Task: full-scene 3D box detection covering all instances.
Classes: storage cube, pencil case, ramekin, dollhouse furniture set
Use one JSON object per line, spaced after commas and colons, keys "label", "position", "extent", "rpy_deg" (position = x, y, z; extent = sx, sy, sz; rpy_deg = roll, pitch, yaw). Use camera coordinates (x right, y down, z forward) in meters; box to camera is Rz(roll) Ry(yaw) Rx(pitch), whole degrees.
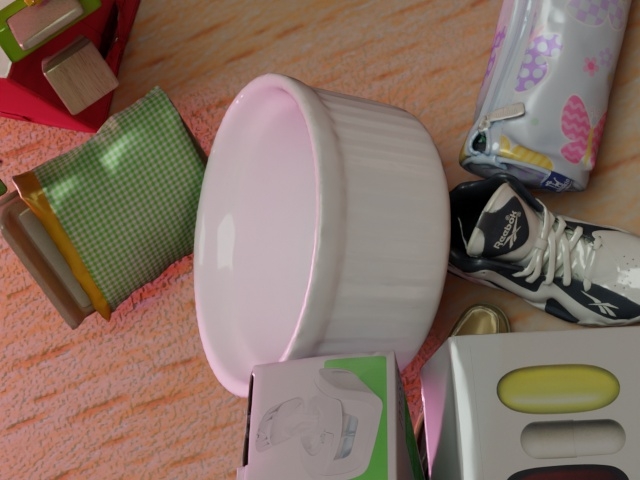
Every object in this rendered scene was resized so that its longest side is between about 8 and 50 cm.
{"label": "storage cube", "position": [-0.313, -0.227, 1.704], "extent": [0.215, 0.193, 0.184], "rpy_deg": [13, 83, 21]}
{"label": "pencil case", "position": [0.204, -0.176, 1.545], "extent": [0.113, 0.124, 0.273], "rpy_deg": [1, 73, 61]}
{"label": "ramekin", "position": [0.000, 0.000, 1.507], "extent": [0.277, 0.135, 0.277], "rpy_deg": [-175, 90, -65]}
{"label": "dollhouse furniture set", "position": [-0.206, -0.058, 1.545], "extent": [0.197, 0.301, 0.151], "rpy_deg": [-34, 26, -2]}

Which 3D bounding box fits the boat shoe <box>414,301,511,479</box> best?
{"label": "boat shoe", "position": [0.119, 0.143, 1.533], "extent": [0.068, 0.072, 0.190], "rpy_deg": [14, 83, 22]}

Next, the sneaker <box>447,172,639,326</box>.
{"label": "sneaker", "position": [0.188, 0.007, 1.494], "extent": [0.235, 0.153, 0.094], "rpy_deg": [22, 88, 23]}

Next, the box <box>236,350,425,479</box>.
{"label": "box", "position": [0.016, 0.259, 1.363], "extent": [0.126, 0.231, 0.262], "rpy_deg": [-6, 42, 8]}

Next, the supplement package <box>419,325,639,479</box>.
{"label": "supplement package", "position": [0.198, 0.178, 1.420], "extent": [0.203, 0.149, 0.194], "rpy_deg": [-3, 76, -7]}

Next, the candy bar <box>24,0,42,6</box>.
{"label": "candy bar", "position": [-0.261, -0.242, 1.536], "extent": [0.040, 0.018, 0.161], "rpy_deg": [-45, 33, 3]}
